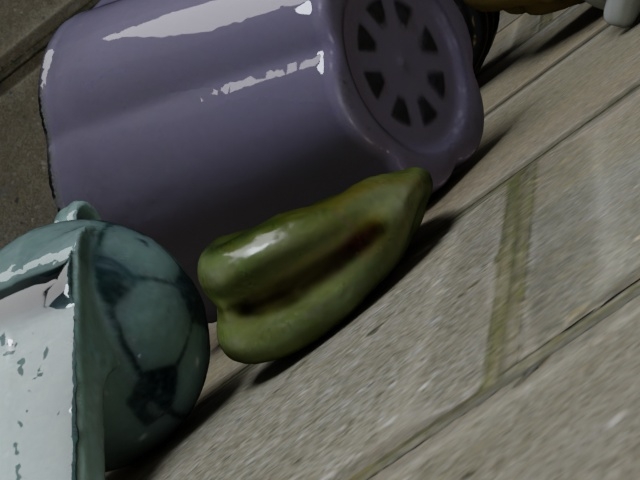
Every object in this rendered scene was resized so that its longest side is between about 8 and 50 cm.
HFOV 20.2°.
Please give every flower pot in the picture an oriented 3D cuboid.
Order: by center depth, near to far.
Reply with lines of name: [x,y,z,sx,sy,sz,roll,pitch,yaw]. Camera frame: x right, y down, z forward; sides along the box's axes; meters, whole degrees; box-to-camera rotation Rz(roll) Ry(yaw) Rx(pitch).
flower pot: [-0.030,-0.089,1.281,0.243,0.265,0.265,-16,18,41]

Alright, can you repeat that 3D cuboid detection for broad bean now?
broad bean: [0.001,0.003,1.072,0.153,0.072,0.207,-21,10,25]

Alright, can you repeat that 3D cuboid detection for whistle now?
whistle: [-0.138,0.088,1.033,0.163,0.163,0.289,-35,41,28]

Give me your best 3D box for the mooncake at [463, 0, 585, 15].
mooncake: [0.226,-0.278,1.647,0.235,0.117,0.235,-22,11,5]

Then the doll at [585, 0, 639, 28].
doll: [0.235,-0.227,1.302,0.293,0.119,0.138,-171,91,-84]

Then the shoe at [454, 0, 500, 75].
shoe: [0.100,-0.228,1.912,0.237,0.171,0.384,-45,1,-33]
